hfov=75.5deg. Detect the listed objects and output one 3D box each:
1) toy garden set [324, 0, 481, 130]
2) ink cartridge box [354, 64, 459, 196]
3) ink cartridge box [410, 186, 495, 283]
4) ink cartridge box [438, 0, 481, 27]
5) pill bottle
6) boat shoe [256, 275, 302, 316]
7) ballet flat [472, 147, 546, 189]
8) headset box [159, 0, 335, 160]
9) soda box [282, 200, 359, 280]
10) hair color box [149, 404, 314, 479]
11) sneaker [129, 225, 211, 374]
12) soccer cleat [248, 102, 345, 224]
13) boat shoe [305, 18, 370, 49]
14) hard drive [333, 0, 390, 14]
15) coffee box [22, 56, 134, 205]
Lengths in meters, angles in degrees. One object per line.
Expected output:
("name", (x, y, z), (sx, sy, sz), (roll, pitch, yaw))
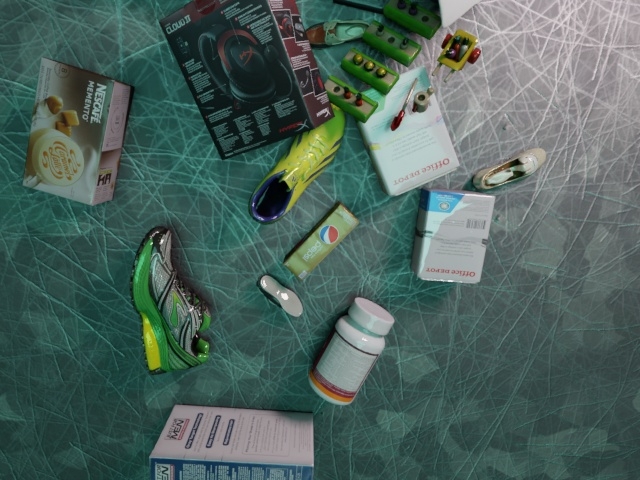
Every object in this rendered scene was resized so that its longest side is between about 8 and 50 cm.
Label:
("toy garden set", (0.148, -0.320, 0.753), (0.204, 0.049, 0.244), (36, 87, 14))
("ink cartridge box", (0.167, -0.216, 0.843), (0.154, 0.093, 0.212), (-23, 101, 4))
("ink cartridge box", (0.282, -0.013, 0.901), (0.140, 0.082, 0.190), (5, 105, -2))
("ink cartridge box", (0.281, -0.551, 0.675), (0.353, 0.119, 0.207), (-41, 144, -2))
("pill bottle", (0.070, 0.248, 0.937), (0.121, 0.121, 0.221), (26, 101, -7))
("boat shoe", (-0.095, 0.130, 0.947), (0.125, 0.038, 0.046), (40, 58, -15))
("ballet flat", (0.413, -0.148, 0.887), (0.168, 0.052, 0.057), (-24, 103, 4))
("headset box", (-0.132, -0.321, 0.745), (0.218, 0.110, 0.293), (-11, 112, 29))
("soda box", (0.000, 0.000, 0.906), (0.058, 0.061, 0.181), (43, 99, -10))
("hair color box", (-0.191, 0.488, 0.961), (0.348, 0.174, 0.105), (5, 105, -2))
("sneaker", (-0.318, 0.129, 0.908), (0.146, 0.134, 0.343), (-5, 113, -7))
("soccer cleat", (-0.043, -0.148, 0.838), (0.093, 0.121, 0.289), (37, 100, -9))
("boat shoe", (0.031, -0.410, 0.818), (0.137, 0.043, 0.049), (-5, 106, 1))
("hard drive", (0.100, -0.502, 0.808), (0.135, 0.022, 0.094), (11, 103, -5))
("coffee box", (-0.478, -0.211, 0.822), (0.141, 0.098, 0.246), (17, 103, -6))
